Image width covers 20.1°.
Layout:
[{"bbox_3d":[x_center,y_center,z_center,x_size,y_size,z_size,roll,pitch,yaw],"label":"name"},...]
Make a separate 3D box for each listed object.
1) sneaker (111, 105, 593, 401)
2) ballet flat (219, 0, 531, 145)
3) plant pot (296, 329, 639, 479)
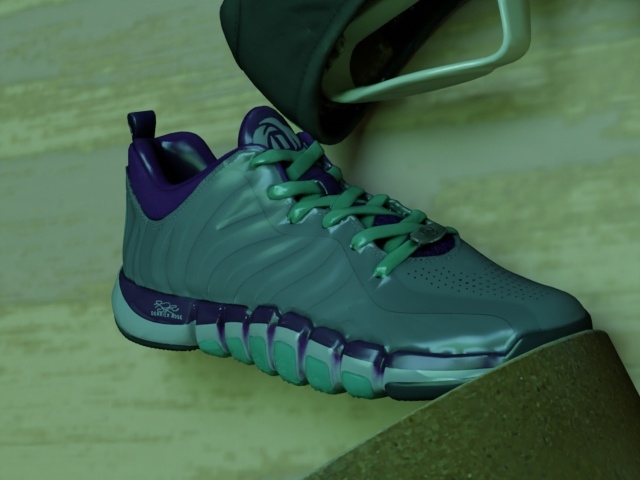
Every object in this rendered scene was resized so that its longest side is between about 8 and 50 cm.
[{"bbox_3d":[0.000,0.000,0.693,0.223,0.083,0.098,6,106,37],"label":"sneaker"},{"bbox_3d":[0.076,-0.123,0.676,0.280,0.095,0.096,-34,72,39],"label":"ballet flat"},{"bbox_3d":[0.062,0.196,0.558,0.237,0.237,0.254,-41,75,24],"label":"plant pot"}]
